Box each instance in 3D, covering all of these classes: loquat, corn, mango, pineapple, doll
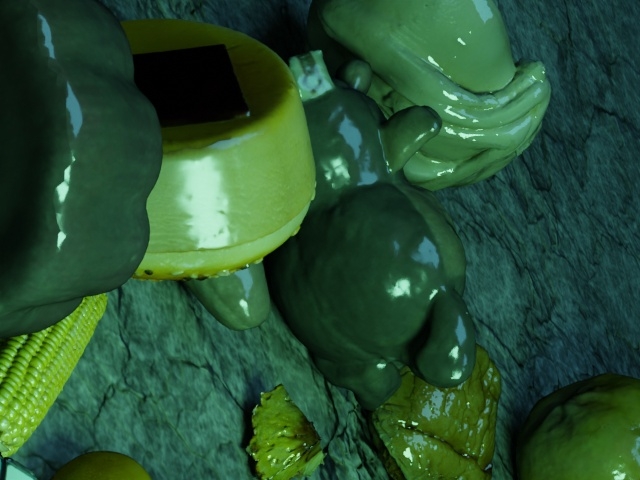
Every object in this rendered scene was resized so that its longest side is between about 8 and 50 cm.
[{"bbox_3d":[0.388,0.295,2.429,0.284,0.276,0.276,49,32,-23],"label":"loquat"},{"bbox_3d":[-0.250,0.101,1.650,0.081,0.081,0.248,56,29,-19],"label":"corn"},{"bbox_3d":[-0.197,0.248,1.622,0.102,0.085,0.184,27,39,4],"label":"mango"},{"bbox_3d":[-0.022,0.209,1.979,0.114,0.077,0.114,49,34,-54],"label":"pineapple"},{"bbox_3d":[-0.020,0.014,2.038,0.378,0.252,0.382,-14,76,-29],"label":"doll"}]

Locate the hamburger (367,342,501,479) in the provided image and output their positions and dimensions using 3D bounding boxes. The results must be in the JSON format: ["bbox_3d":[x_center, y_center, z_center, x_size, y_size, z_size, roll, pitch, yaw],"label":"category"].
[{"bbox_3d":[0.134,0.193,2.199,0.183,0.130,0.206,35,44,-41],"label":"hamburger"}]

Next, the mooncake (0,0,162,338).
[{"bbox_3d":[-0.264,-0.075,1.559,0.154,0.306,0.306,-3,72,-59],"label":"mooncake"}]

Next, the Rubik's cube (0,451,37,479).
[{"bbox_3d":[-0.310,0.221,1.385,0.155,0.151,0.154,41,39,-40],"label":"Rubik's cube"}]

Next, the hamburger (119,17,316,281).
[{"bbox_3d":[-0.143,-0.074,1.749,0.300,0.300,0.176,-65,161,-55],"label":"hamburger"}]

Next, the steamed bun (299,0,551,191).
[{"bbox_3d":[0.095,-0.176,2.255,0.219,0.324,0.310,-41,102,-18],"label":"steamed bun"}]
